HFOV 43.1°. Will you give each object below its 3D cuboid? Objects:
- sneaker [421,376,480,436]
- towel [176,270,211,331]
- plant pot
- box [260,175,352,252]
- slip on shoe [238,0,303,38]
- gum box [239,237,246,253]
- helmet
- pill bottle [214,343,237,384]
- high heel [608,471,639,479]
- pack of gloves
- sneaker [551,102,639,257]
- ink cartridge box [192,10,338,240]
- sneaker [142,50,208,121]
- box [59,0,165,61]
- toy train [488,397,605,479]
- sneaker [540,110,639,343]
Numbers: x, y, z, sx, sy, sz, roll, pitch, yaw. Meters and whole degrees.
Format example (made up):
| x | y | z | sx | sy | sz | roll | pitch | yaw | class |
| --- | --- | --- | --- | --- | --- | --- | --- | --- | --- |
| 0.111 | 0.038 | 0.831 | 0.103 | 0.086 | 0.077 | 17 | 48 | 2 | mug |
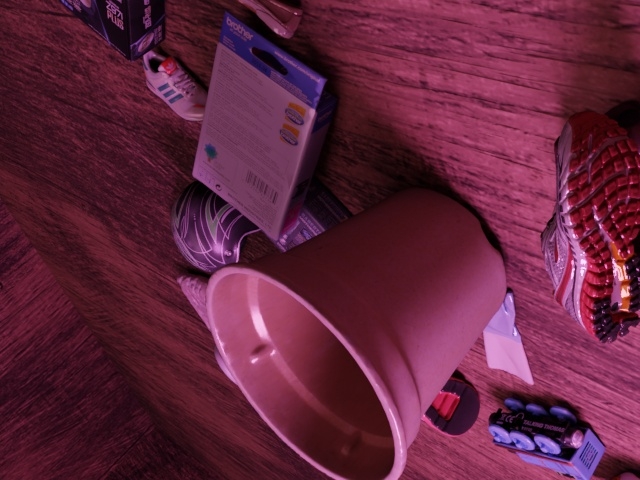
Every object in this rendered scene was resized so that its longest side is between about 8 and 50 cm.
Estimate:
| x | y | z | sx | sy | sz | roll | pitch | yaw | class |
| --- | --- | --- | --- | --- | --- | --- | --- | --- | --- |
| 0.124 | 0.232 | 1.391 | 0.314 | 0.116 | 0.136 | 38 | 168 | -20 | sneaker |
| -0.183 | 0.223 | 1.954 | 0.331 | 0.053 | 0.317 | 11 | 138 | 48 | towel |
| 0.073 | 0.095 | 1.067 | 0.333 | 0.305 | 0.334 | 34 | 144 | 29 | plant pot |
| 0.000 | 0.000 | 1.350 | 0.233 | 0.059 | 0.183 | 46 | 154 | 2 | box |
| -0.077 | -0.314 | 1.040 | 0.135 | 0.051 | 0.041 | 45 | 116 | 20 | slip on shoe |
| -0.237 | -0.012 | 1.706 | 0.157 | 0.041 | 0.184 | 43 | 155 | 5 | gum box |
| -0.191 | -0.029 | 1.475 | 0.169 | 0.161 | 0.169 | 35 | 152 | 22 | helmet |
| -0.080 | 0.161 | 1.449 | 0.117 | 0.215 | 0.117 | 44 | -167 | -13 | pill bottle |
| 0.485 | 0.393 | 1.169 | 0.117 | 0.082 | 0.244 | 53 | 142 | 8 | high heel |
| 0.212 | 0.121 | 1.225 | 0.195 | 0.046 | 0.232 | 22 | 145 | 42 | pack of gloves |
| 0.329 | -0.042 | 0.754 | 0.281 | 0.106 | 0.163 | 18 | 140 | 45 | sneaker |
| -0.084 | -0.165 | 1.181 | 0.185 | 0.065 | 0.311 | 37 | 139 | 17 | ink cartridge box |
| -0.236 | -0.258 | 1.334 | 0.161 | 0.057 | 0.075 | 37 | 159 | 24 | sneaker |
| -0.329 | -0.392 | 1.256 | 0.180 | 0.077 | 0.147 | 41 | 153 | 10 | box |
| 0.344 | 0.309 | 1.263 | 0.105 | 0.080 | 0.184 | 49 | 154 | -20 | toy train |
| 0.241 | -0.012 | 0.755 | 0.092 | 0.088 | 0.225 | 39 | 145 | 55 | sneaker |
